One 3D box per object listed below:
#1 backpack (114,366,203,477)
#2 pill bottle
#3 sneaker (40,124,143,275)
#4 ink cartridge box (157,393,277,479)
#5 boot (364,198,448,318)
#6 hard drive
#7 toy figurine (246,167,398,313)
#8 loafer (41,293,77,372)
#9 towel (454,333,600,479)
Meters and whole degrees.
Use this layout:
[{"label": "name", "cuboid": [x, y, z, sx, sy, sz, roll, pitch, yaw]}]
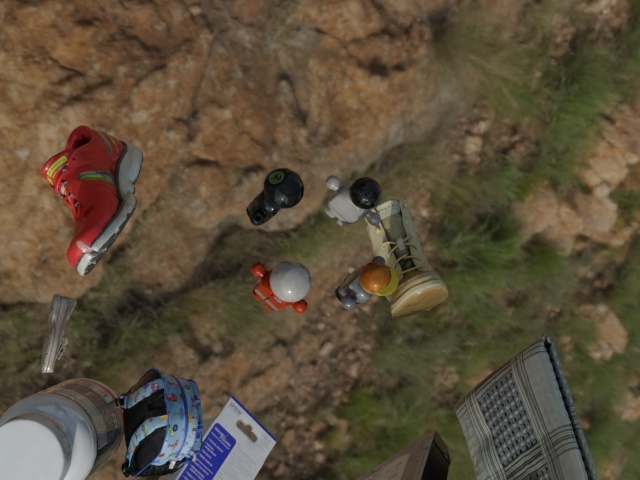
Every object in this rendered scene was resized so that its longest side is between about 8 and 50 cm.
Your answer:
[{"label": "backpack", "cuboid": [-0.248, 0.286, 1.496, 0.117, 0.158, 0.173, 6, 147, -30]}, {"label": "pill bottle", "cuboid": [-0.458, 0.344, 1.613, 0.318, 0.176, 0.176, 17, 97, -87]}, {"label": "sneaker", "cuboid": [-0.314, -0.059, 1.222, 0.118, 0.279, 0.107, 30, 115, -24]}, {"label": "ink cartridge box", "cuboid": [-0.251, 0.526, 1.986, 0.176, 0.069, 0.371, 51, 60, -28]}, {"label": "boot", "cuboid": [0.142, 0.024, 1.604, 0.262, 0.095, 0.203, 84, -8, -80]}, {"label": "hard drive", "cuboid": [0.103, 0.448, 1.583, 0.237, 0.064, 0.339, -36, 176, 13]}, {"label": "toy figurine", "cuboid": [0.000, 0.000, 1.375, 0.210, 0.148, 0.213, 1, 76, -19]}, {"label": "loafer", "cuboid": [-0.407, 0.146, 1.455, 0.039, 0.045, 0.125, 13, 70, -26]}, {"label": "towel", "cuboid": [0.344, 0.371, 1.599, 0.056, 0.324, 0.312, 2, 149, -26]}]
